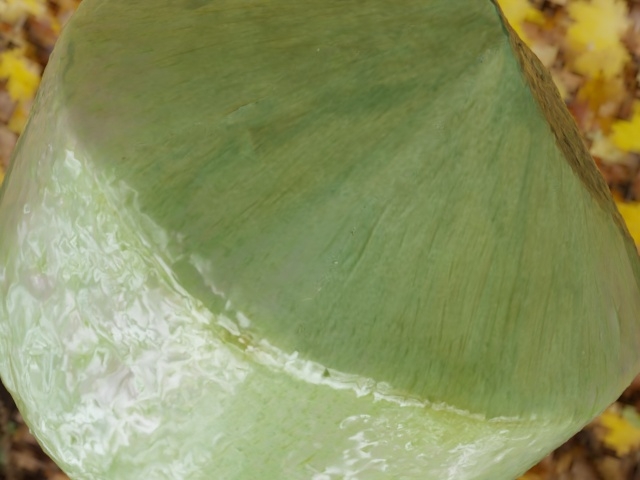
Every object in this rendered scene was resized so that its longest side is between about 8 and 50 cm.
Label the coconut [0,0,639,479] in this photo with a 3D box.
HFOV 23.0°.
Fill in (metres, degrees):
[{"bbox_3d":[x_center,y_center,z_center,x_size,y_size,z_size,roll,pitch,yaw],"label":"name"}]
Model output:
[{"bbox_3d":[0.000,0.000,0.737,0.328,0.281,0.328,18,125,28],"label":"coconut"}]
